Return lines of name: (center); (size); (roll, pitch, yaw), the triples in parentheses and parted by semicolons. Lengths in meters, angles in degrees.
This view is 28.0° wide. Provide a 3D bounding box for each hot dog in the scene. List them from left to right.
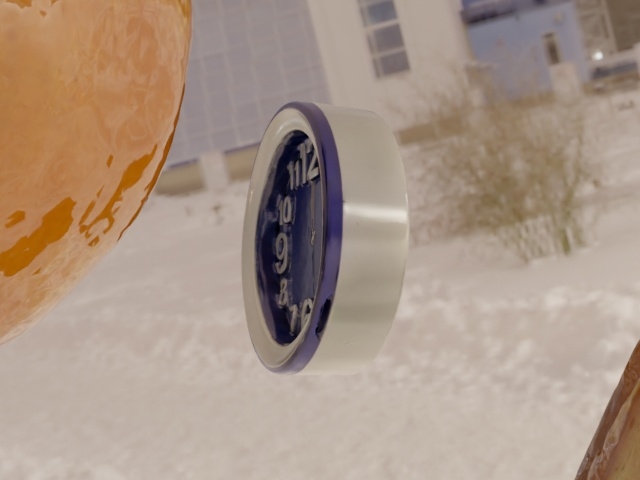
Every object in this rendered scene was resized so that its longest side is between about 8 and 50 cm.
hot dog: (0.255, 0.199, 1.013); (0.100, 0.337, 0.135); (19, 36, 9)

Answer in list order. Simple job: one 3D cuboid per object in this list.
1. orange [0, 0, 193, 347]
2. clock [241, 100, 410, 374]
orange: (-0.204, -0.086, 0.477); (0.312, 0.312, 0.312); (-14, 5, 1)
clock: (0.000, 0.000, 1.086); (0.083, 0.230, 0.230); (5, -1, -18)
